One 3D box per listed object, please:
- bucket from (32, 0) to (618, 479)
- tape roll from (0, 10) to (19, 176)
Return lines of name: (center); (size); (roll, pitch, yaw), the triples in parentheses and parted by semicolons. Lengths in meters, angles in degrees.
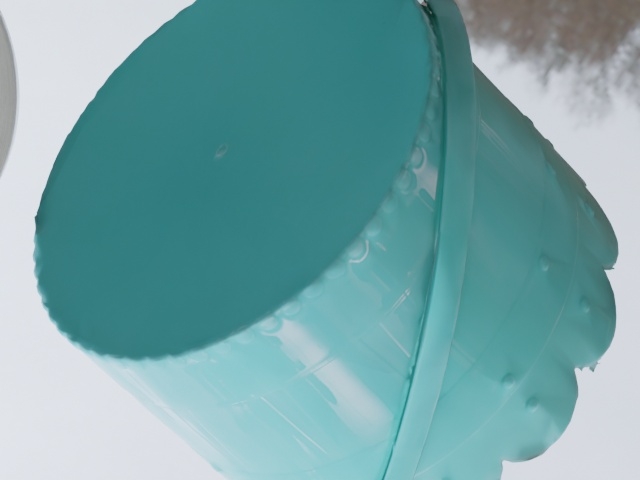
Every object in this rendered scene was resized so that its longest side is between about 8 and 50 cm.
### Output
bucket: (0.000, 0.000, 0.760); (0.183, 0.281, 0.281); (44, -177, -42)
tape roll: (-0.475, -0.136, 1.334); (0.392, 0.392, 0.072); (28, -179, -12)
